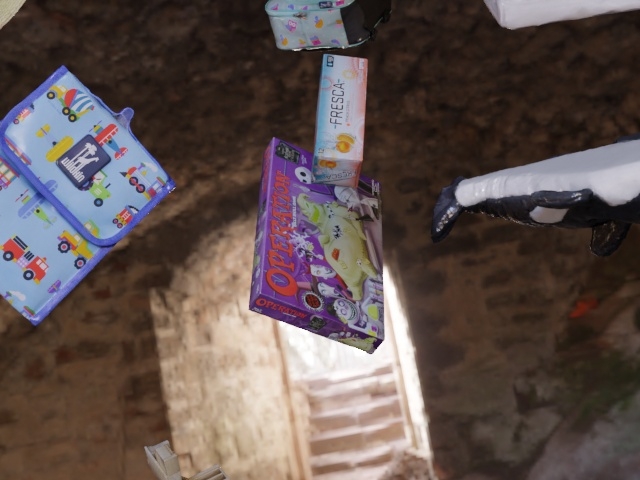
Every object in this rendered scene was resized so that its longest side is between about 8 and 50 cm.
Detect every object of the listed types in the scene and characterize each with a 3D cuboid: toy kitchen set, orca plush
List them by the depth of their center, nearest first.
[{"bbox_3d":[0.235,-0.021,0.943,0.287,0.102,0.151,-13,15,33],"label":"orca plush"},{"bbox_3d":[-0.159,0.262,1.191,0.075,0.083,0.068,-22,31,-24],"label":"toy kitchen set"}]

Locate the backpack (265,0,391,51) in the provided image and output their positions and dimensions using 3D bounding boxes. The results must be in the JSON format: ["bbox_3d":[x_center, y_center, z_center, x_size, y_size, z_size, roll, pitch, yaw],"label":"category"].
[{"bbox_3d":[0.002,-0.394,1.672,0.188,0.144,0.166,-7,35,32],"label":"backpack"}]

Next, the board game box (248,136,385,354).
[{"bbox_3d":[0.000,0.000,1.554,0.208,0.347,0.056,18,-47,-16],"label":"board game box"}]

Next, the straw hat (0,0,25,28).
[{"bbox_3d":[-0.430,-0.333,1.310,0.144,0.144,0.061,-17,-44,36],"label":"straw hat"}]

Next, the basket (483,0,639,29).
[{"bbox_3d":[0.326,-0.456,1.194,0.331,0.328,0.266,-11,-51,-1],"label":"basket"}]

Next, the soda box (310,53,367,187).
[{"bbox_3d":[0.025,-0.156,1.303,0.063,0.183,0.058,7,-37,-2],"label":"soda box"}]

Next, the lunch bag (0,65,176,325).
[{"bbox_3d":[-0.357,-0.071,1.354,0.293,0.221,0.138,-46,13,-9],"label":"lunch bag"}]
